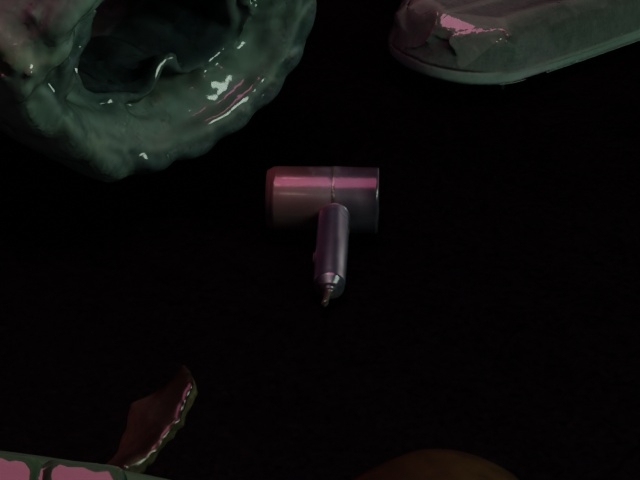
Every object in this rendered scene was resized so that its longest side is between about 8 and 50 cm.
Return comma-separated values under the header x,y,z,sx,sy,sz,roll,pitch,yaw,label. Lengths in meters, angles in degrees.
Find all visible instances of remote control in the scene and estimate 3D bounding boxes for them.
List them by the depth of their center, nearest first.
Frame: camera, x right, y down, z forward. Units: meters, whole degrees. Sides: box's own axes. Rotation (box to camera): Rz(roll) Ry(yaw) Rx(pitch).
x,y,z,sx,sy,sz,roll,pitch,yaw,label
0.147,-0.157,1.291,0.104,0.052,0.247,28,35,36,remote control

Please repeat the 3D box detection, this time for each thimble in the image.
x,y,z,sx,sy,sz,roll,pitch,yaw,label
-0.132,-0.152,1.096,0.172,0.205,0.250,33,33,32,thimble

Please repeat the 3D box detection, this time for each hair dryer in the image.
x,y,z,sx,sy,sz,roll,pitch,yaw,label
0.000,0.000,1.016,0.063,0.037,0.114,1,36,2,hair dryer

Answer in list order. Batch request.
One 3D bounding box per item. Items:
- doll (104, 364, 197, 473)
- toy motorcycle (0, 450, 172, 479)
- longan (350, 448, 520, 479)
x,y,z,sx,sy,sz,roll,pitch,yaw,label
-0.159,0.117,0.745,0.285,0.091,0.203,7,19,13,doll
0.004,0.166,0.515,0.326,0.200,0.191,6,53,-6,toy motorcycle
0.037,0.128,0.723,0.113,0.092,0.113,-18,27,10,longan
